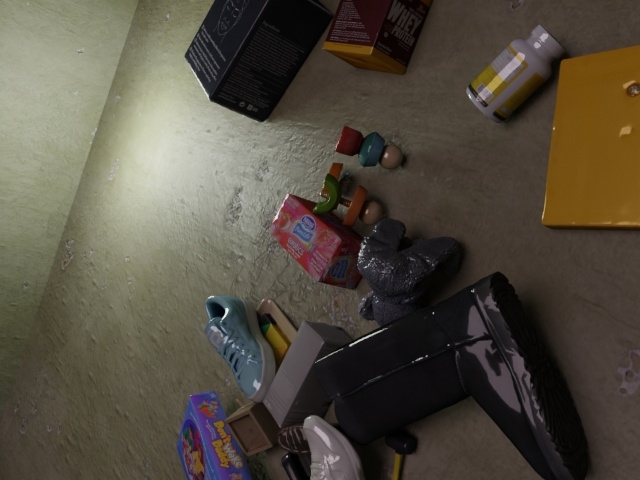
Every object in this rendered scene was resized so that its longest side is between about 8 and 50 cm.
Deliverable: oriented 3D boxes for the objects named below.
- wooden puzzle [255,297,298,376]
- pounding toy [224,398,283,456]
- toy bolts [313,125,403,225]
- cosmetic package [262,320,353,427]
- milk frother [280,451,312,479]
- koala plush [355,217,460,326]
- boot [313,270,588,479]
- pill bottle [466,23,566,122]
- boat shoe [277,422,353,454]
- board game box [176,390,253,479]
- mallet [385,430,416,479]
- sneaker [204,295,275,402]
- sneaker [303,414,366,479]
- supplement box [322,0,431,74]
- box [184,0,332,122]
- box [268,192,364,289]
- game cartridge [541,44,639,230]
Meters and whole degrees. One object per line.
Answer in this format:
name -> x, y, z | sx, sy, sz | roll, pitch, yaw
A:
wooden puzzle -> -0.141, 0.303, 1.617 | 0.239, 0.044, 0.221 | 41, 108, 45
pounding toy -> -0.173, 0.469, 1.558 | 0.141, 0.100, 0.130 | -34, 87, 36
toy bolts -> 0.100, -0.157, 1.467 | 0.218, 0.158, 0.228 | -68, -1, -73
cosmetic package -> -0.023, 0.317, 1.426 | 0.107, 0.127, 0.238 | 43, 112, 46
milk frother -> -0.006, 0.527, 1.382 | 0.143, 0.129, 0.134 | -26, 48, -12
koala plush -> 0.160, 0.102, 1.265 | 0.196, 0.203, 0.221 | 21, 124, 26
boot -> 0.215, 0.309, 1.127 | 0.445, 0.146, 0.367 | -32, 67, 34
pill bottle -> 0.388, -0.331, 1.194 | 0.184, 0.103, 0.103 | -45, 50, 28
boat shoe -> -0.003, 0.446, 1.372 | 0.190, 0.072, 0.068 | -7, 83, 18
board game box -> -0.279, 0.613, 1.597 | 0.347, 0.078, 0.233 | 55, 136, 41
mallet -> 0.163, 0.492, 1.245 | 0.062, 0.039, 0.189 | -5, 79, 48
sneaker -> -0.232, 0.276, 1.575 | 0.135, 0.150, 0.366 | -61, 32, 18
sneaker -> 0.026, 0.512, 1.233 | 0.305, 0.152, 0.114 | 63, 152, 12
supplement box -> 0.140, -0.539, 1.504 | 0.191, 0.129, 0.194 | 27, 99, 48
box -> -0.202, -0.622, 1.836 | 0.395, 0.212, 0.293 | -53, 46, 24
box -> 0.000, 0.000, 1.494 | 0.257, 0.128, 0.122 | 43, 110, 45
game cartridge -> 0.538, -0.177, 1.033 | 0.285, 0.053, 0.323 | 4, 83, 47
